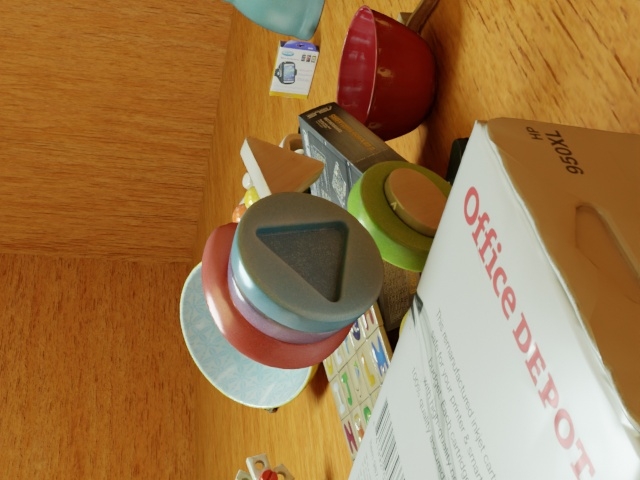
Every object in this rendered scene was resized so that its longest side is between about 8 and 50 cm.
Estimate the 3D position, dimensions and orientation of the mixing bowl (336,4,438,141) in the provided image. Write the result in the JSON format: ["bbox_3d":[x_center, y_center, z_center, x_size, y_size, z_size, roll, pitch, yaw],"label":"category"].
[{"bbox_3d":[0.089,-0.201,1.138,0.181,0.098,0.181,-175,90,-77],"label":"mixing bowl"}]

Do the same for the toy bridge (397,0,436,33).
[{"bbox_3d":[0.139,-0.341,1.128,0.188,0.026,0.063,108,158,-44],"label":"toy bridge"}]

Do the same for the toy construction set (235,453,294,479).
[{"bbox_3d":[-0.070,0.508,1.513,0.327,0.151,0.215,93,172,-48],"label":"toy construction set"}]

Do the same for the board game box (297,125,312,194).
[{"bbox_3d":[-0.028,-0.101,1.741,0.136,0.030,0.259,-173,87,-74],"label":"board game box"}]

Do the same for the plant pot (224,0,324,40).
[{"bbox_3d":[-0.105,-0.574,1.844,0.293,0.196,0.293,-176,90,-76],"label":"plant pot"}]

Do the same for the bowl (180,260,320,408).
[{"bbox_3d":[-0.094,0.138,1.600,0.156,0.289,0.289,-29,-44,-54],"label":"bowl"}]

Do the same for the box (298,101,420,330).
[{"bbox_3d":[0.049,-0.031,1.094,0.183,0.056,0.231,46,153,49],"label":"box"}]

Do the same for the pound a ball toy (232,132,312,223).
[{"bbox_3d":[-0.085,-0.097,1.641,0.319,0.136,0.208,134,135,-56],"label":"pound a ball toy"}]

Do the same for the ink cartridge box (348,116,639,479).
[{"bbox_3d":[0.158,0.158,0.604,0.285,0.166,0.394,-103,21,-49],"label":"ink cartridge box"}]

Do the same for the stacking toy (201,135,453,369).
[{"bbox_3d":[0.058,-0.011,0.812,0.130,0.309,0.279,121,154,-45],"label":"stacking toy"}]

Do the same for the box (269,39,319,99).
[{"bbox_3d":[-0.053,-0.352,1.805,0.028,0.081,0.136,-99,19,-45],"label":"box"}]

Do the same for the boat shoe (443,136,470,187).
[{"bbox_3d":[0.147,-0.049,0.980,0.049,0.042,0.133,-165,81,-78],"label":"boat shoe"}]

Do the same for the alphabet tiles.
[{"bbox_3d":[0.058,0.202,1.129,0.285,0.011,0.342,117,139,-66],"label":"alphabet tiles"}]

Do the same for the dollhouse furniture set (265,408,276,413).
[{"bbox_3d":[-0.143,0.221,1.853,0.301,0.151,0.197,116,154,-57],"label":"dollhouse furniture set"}]
